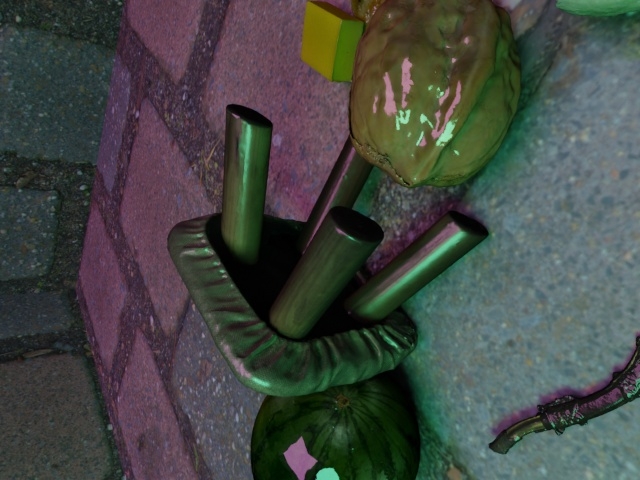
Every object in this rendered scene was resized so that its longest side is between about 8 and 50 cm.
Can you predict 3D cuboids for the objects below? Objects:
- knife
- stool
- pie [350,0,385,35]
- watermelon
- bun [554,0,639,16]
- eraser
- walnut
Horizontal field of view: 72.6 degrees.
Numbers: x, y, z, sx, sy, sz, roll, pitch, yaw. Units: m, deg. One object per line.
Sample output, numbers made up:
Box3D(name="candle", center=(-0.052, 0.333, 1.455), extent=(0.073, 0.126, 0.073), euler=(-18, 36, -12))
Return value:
Box3D(name="knife", center=(0.272, 0.186, 0.474), extent=(0.222, 0.021, 0.046), euler=(-54, 53, 30))
Box3D(name="stool", center=(0.000, 0.000, 0.573), extent=(0.310, 0.310, 0.226), euler=(48, 124, 35))
Box3D(name="pie", center=(0.112, -0.381, 0.633), extent=(0.186, 0.041, 0.187), euler=(3, 94, 51))
Box3D(name="watermelon", center=(0.021, 0.282, 0.608), extent=(0.242, 0.242, 0.243), euler=(2, 92, 49))
Box3D(name="bun", center=(0.257, -0.308, 0.400), extent=(0.203, 0.126, 0.213), euler=(-4, 94, 24))
Box3D(name="eraser", center=(0.016, -0.330, 0.721), extent=(0.122, 0.045, 0.097), euler=(52, 142, 42))
Box3D(name="walnut", center=(0.128, -0.175, 0.504), extent=(0.198, 0.198, 0.245), euler=(1, 73, 49))
